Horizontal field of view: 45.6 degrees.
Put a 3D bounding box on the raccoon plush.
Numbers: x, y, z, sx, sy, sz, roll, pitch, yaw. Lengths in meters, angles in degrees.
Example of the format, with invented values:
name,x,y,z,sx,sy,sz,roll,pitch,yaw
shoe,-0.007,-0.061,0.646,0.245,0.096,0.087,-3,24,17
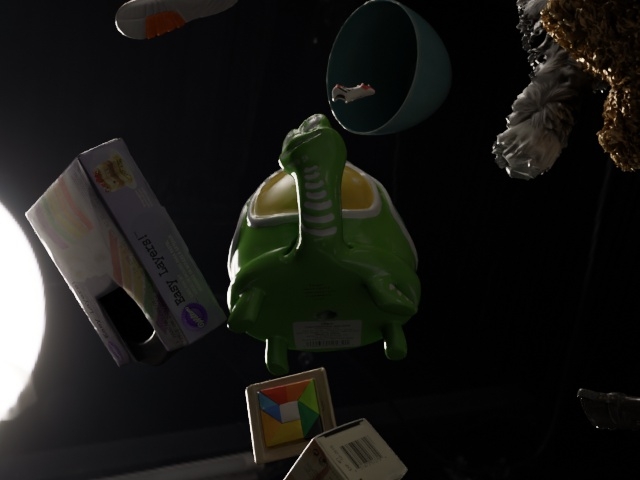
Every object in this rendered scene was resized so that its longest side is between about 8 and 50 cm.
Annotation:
name,x,y,z,sx,sy,sz,roll,pitch,yaw
raccoon plush,0.398,-0.239,1.065,0.299,0.446,0.216,33,179,-39

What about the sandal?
name,x,y,z,sx,sy,sz,roll,pitch,yaw
sandal,-0.262,-0.440,1.376,0.265,0.102,0.076,-27,-103,-32

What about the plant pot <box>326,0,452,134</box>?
name,x,y,z,sx,sy,sz,roll,pitch,yaw
plant pot,0.179,-0.370,1.701,0.195,0.290,0.290,3,-162,-40

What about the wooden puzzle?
name,x,y,z,sx,sy,sz,roll,pitch,yaw
wooden puzzle,-0.082,0.468,2.046,0.238,0.044,0.221,-17,-121,8

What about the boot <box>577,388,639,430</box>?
name,x,y,z,sx,sy,sz,roll,pitch,yaw
boot,0.697,0.386,1.626,0.229,0.091,0.263,-10,133,43

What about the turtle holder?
name,x,y,z,sx,sy,sz,roll,pitch,yaw
turtle holder,-0.013,0.008,0.934,0.243,0.228,0.320,-19,145,25

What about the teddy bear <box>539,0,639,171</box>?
name,x,y,z,sx,sy,sz,roll,pitch,yaw
teddy bear,0.355,-0.243,0.827,0.245,0.338,0.113,-31,-171,-18

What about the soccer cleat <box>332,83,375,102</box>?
name,x,y,z,sx,sy,sz,roll,pitch,yaw
soccer cleat,0.062,-0.278,1.449,0.083,0.036,0.029,5,158,14

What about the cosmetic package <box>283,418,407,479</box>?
name,x,y,z,sx,sy,sz,roll,pitch,yaw
cosmetic package,0.004,0.476,1.373,0.153,0.296,0.129,-5,-136,-50

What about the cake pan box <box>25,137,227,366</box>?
name,x,y,z,sx,sy,sz,roll,pitch,yaw
cake pan box,-0.254,0.033,0.976,0.070,0.267,0.245,-34,-173,-35
